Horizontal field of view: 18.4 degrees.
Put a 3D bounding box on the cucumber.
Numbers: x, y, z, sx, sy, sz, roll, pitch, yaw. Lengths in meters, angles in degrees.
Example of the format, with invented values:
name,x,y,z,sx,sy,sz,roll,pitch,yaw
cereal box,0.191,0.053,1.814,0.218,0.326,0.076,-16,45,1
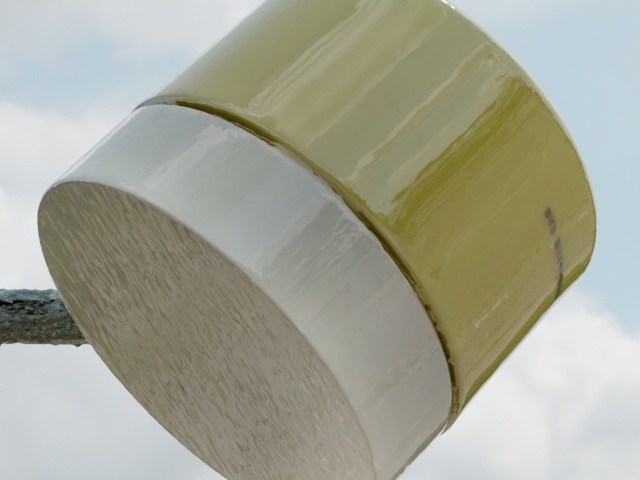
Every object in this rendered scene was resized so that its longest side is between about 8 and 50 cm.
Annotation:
name,x,y,z,sx,sy,sz,roll,pitch,yaw
cucumber,-0.166,0.052,1.328,0.256,0.044,0.043,-1,0,2

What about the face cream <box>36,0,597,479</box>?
name,x,y,z,sx,sy,sz,roll,pitch,yaw
face cream,0.000,0.000,0.973,0.179,0.218,0.218,-44,-9,-26
